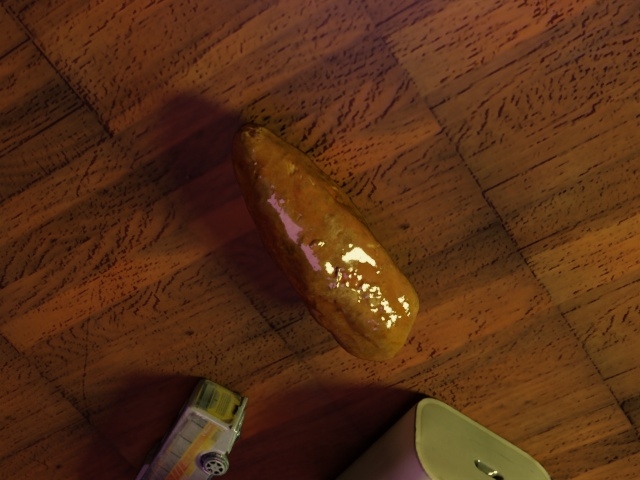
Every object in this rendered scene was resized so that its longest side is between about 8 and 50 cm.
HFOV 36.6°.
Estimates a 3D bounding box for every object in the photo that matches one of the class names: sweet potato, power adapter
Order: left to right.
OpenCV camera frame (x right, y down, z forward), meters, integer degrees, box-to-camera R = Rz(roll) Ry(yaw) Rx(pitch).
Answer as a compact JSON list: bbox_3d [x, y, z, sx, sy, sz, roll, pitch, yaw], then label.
[{"bbox_3d":[0.000,0.000,0.850,0.097,0.097,0.251,-27,112,21],"label":"sweet potato"},{"bbox_3d":[0.098,0.306,1.015,0.187,0.124,0.255,32,121,-13],"label":"power adapter"}]

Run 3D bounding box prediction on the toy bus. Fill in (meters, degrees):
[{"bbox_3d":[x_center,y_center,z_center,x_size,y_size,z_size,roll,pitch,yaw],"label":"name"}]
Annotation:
[{"bbox_3d":[-0.142,0.233,1.027,0.075,0.064,0.190,30,121,-7],"label":"toy bus"}]
